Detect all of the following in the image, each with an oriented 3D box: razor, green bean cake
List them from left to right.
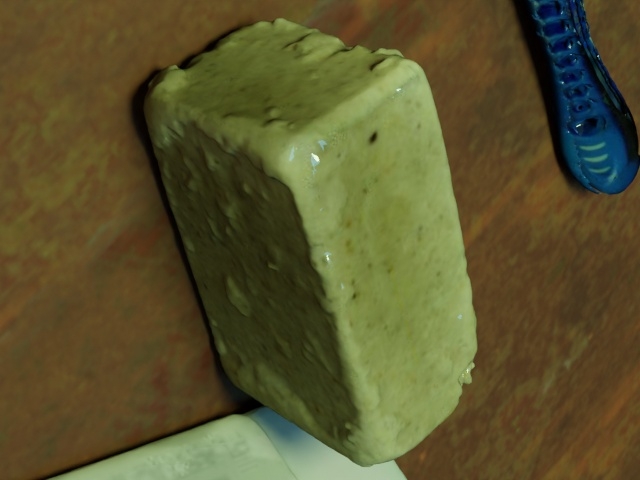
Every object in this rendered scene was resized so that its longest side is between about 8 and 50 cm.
[{"bbox_3d":[0.000,0.000,0.682,0.085,0.109,0.179,-37,129,-28],"label":"green bean cake"},{"bbox_3d":[0.109,-0.143,0.772,0.324,0.093,0.056,59,30,-44],"label":"razor"}]

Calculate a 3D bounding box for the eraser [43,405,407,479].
[{"bbox_3d":[-0.123,0.216,0.672,0.396,0.082,0.213,-17,118,-38],"label":"eraser"}]
